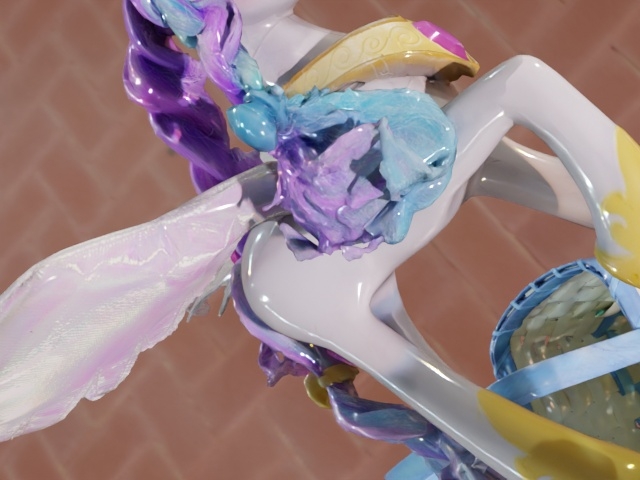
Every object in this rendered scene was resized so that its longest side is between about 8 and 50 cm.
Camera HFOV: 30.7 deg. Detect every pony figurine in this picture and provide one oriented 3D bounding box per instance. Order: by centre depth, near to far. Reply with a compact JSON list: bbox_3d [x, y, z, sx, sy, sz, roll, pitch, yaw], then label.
[{"bbox_3d":[0.000,0.000,0.572,0.363,0.303,0.351,36,123,7],"label":"pony figurine"}]

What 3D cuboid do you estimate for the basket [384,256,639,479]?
[{"bbox_3d":[0.212,0.130,0.976,0.201,0.289,0.255,62,150,16],"label":"basket"}]
